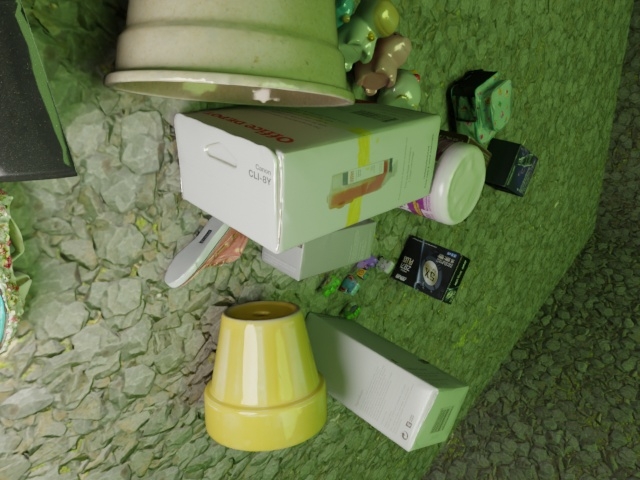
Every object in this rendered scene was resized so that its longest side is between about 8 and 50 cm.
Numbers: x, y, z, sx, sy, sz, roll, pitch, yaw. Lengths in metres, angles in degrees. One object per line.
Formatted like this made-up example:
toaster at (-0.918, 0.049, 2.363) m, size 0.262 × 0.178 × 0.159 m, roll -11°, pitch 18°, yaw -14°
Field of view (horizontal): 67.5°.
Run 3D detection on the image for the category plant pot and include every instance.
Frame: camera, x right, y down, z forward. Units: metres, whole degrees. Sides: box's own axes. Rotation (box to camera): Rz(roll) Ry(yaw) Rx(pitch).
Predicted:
plant pot at (-0.110, -0.346, 0.629) m, size 0.333 × 0.333 × 0.306 m, roll -10°, pitch 108°, yaw -45°
plant pot at (-0.115, 0.258, 0.992) m, size 0.254 × 0.253 × 0.239 m, roll -9°, pitch 99°, yaw -46°
plant pot at (-0.387, -0.162, 0.511) m, size 0.166 × 0.187 × 0.188 m, roll -20°, pitch 124°, yaw -27°

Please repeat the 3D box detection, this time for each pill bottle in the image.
pill bottle at (0.185, -0.154, 1.047) m, size 0.169 × 0.301 × 0.169 m, roll -24°, pitch 125°, yaw -39°

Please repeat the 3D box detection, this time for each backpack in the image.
backpack at (0.464, -0.374, 1.376) m, size 0.166 × 0.144 × 0.189 m, roll -43°, pitch 139°, yaw -33°

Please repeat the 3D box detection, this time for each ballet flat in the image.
ballet flat at (-0.429, 0.040, 0.639) m, size 0.077 × 0.091 × 0.241 m, roll -41°, pitch 144°, yaw -59°

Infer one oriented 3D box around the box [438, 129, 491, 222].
box at (0.328, -0.180, 1.298) m, size 0.167 × 0.168 × 0.203 m, roll 13°, pitch 99°, yaw -51°

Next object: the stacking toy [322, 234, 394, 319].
stacking toy at (0.099, 0.090, 1.282) m, size 0.221 × 0.052 × 0.167 m, roll -52°, pitch 137°, yaw -13°

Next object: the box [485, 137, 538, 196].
box at (0.657, -0.252, 1.678) m, size 0.207 × 0.108 × 0.153 m, roll 8°, pitch 104°, yaw -50°

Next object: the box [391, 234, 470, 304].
box at (0.326, 0.085, 1.424) m, size 0.077 × 0.180 × 0.148 m, roll 22°, pitch 93°, yaw -52°

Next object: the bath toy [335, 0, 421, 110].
bath toy at (0.119, -0.394, 0.997) m, size 0.348 × 0.151 × 0.129 m, roll 34°, pitch 48°, yaw -51°

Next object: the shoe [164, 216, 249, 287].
shoe at (-0.205, 0.030, 0.894) m, size 0.178 × 0.063 × 0.081 m, roll -54°, pitch 135°, yaw -20°

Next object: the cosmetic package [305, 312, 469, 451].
cosmetic package at (0.134, 0.330, 1.178) m, size 0.217 × 0.384 × 0.156 m, roll 20°, pitch 95°, yaw -53°

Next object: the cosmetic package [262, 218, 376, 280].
cosmetic package at (0.000, 0.000, 1.060) m, size 0.237 × 0.127 × 0.107 m, roll -16°, pitch 121°, yaw -41°

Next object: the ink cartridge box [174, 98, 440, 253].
ink cartridge box at (-0.018, -0.145, 0.846) m, size 0.384 × 0.279 × 0.161 m, roll -21°, pitch 125°, yaw -40°
